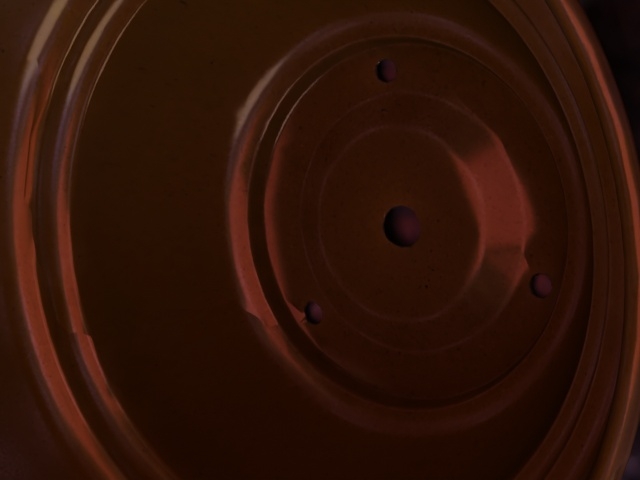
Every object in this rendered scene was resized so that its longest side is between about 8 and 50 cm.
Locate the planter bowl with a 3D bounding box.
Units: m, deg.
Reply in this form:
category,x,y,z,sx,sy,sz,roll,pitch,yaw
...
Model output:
category,x,y,z,sx,sy,sz,roll,pitch,yaw
planter bowl,0.000,0.000,0.468,0.217,0.090,0.217,5,99,35
